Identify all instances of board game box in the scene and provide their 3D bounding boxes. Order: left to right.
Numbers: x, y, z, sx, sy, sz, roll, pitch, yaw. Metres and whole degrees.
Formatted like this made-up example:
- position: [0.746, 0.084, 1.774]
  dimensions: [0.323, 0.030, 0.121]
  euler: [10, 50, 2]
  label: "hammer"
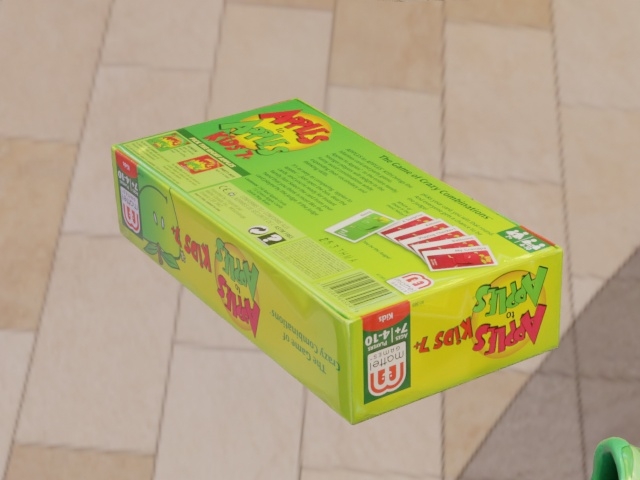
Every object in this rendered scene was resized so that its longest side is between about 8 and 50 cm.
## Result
- position: [0.000, 0.000, 0.613]
  dimensions: [0.092, 0.043, 0.181]
  euler: [-17, 30, -28]
  label: "board game box"

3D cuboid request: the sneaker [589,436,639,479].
- position: [0.153, 0.264, 1.137]
  dimensions: [0.123, 0.109, 0.295]
  euler: [44, 77, -11]
  label: "sneaker"
